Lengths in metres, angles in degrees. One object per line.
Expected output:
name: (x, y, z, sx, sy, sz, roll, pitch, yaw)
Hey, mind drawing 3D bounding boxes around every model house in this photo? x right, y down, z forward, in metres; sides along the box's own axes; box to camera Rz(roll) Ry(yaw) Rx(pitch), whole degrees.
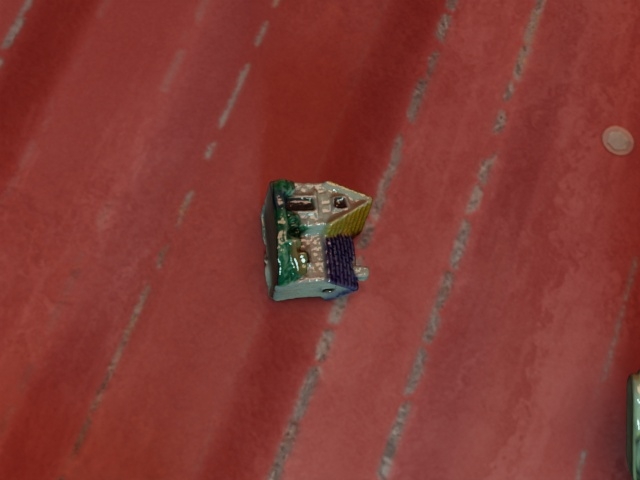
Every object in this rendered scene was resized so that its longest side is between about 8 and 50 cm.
model house: (0.000, 0.000, 1.514, 0.100, 0.087, 0.100, 0, 67, -11)

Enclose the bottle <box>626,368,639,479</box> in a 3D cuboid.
bottle: (0.374, 0.220, 1.400, 0.229, 0.229, 0.351, -1, 70, -12)
